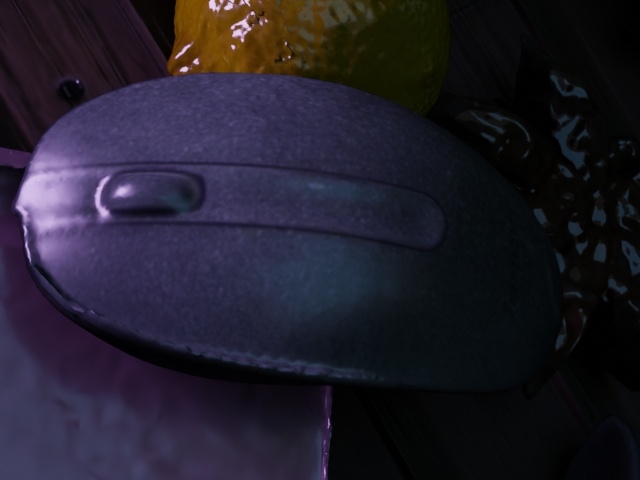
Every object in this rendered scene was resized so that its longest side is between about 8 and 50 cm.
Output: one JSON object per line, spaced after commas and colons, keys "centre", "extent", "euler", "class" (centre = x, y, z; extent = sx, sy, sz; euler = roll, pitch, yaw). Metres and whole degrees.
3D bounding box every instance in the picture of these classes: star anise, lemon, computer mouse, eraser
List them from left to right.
{"centre": [-0.175, 0.085, 0.882], "extent": [0.359, 0.122, 0.272], "euler": [8, 73, -22], "class": "eraser"}
{"centre": [-0.004, -0.144, 0.989], "extent": [0.231, 0.192, 0.192], "euler": [-12, 80, -31], "class": "lemon"}
{"centre": [0.001, -0.003, 0.858], "extent": [0.374, 0.114, 0.203], "euler": [9, 68, -22], "class": "computer mouse"}
{"centre": [0.213, -0.023, 1.103], "extent": [0.315, 0.108, 0.315], "euler": [4, 76, -17], "class": "star anise"}

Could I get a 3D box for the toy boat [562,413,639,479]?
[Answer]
{"centre": [0.205, 0.266, 0.997], "extent": [0.078, 0.127, 0.283], "euler": [26, 63, -17], "class": "toy boat"}
